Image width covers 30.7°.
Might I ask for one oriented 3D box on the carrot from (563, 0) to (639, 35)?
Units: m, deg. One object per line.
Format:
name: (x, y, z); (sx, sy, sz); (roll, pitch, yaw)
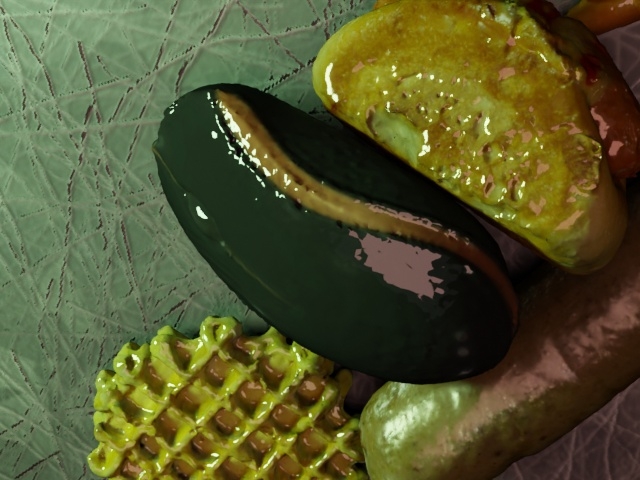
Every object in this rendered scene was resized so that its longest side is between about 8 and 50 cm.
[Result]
carrot: (0.304, -0.207, 0.859); (0.271, 0.066, 0.062); (-10, 73, 11)

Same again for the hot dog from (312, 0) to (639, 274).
hot dog: (0.131, -0.101, 0.848); (0.257, 0.150, 0.153); (35, 93, 16)

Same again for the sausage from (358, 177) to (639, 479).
sausage: (0.226, 0.049, 0.933); (0.501, 0.123, 0.136); (-42, 132, 19)

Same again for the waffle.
waffle: (-0.084, 0.182, 1.055); (0.253, 0.056, 0.249); (-15, 111, 9)

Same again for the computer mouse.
computer mouse: (-0.002, 0.003, 0.880); (0.323, 0.116, 0.183); (31, 142, 16)
